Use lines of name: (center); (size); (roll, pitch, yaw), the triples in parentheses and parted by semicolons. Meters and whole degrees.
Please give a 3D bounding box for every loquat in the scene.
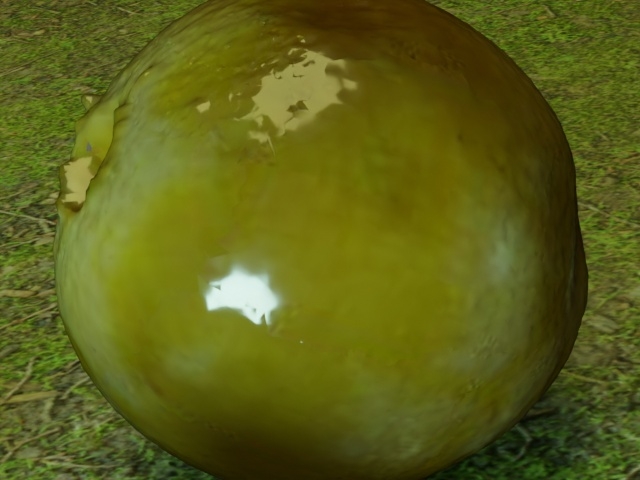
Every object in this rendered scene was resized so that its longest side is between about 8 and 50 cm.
loquat: (0.000, 0.000, 1.084); (0.329, 0.328, 0.328); (-7, 20, 3)
